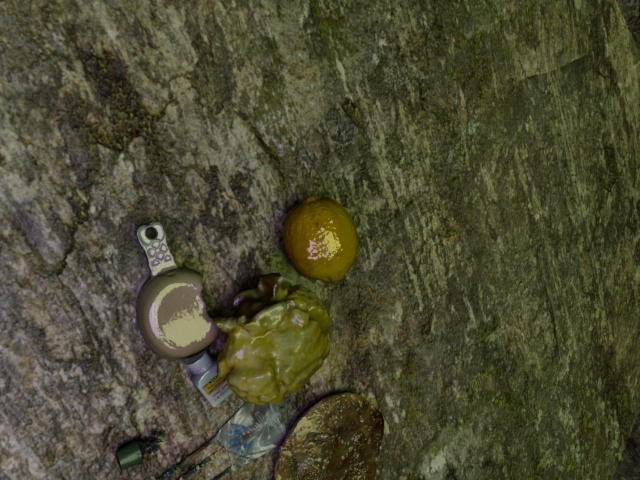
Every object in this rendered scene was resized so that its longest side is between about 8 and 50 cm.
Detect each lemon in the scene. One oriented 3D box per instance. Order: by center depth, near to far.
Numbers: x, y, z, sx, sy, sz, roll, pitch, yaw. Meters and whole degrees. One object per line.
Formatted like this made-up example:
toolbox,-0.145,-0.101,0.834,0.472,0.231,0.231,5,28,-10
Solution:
lemon,-0.002,-0.002,1.093,0.180,0.180,0.193,-46,118,-19

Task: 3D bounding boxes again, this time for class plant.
plant,-0.368,0.432,0.986,0.102,0.051,0.051,-18,105,-35

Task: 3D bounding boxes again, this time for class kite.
kite,-0.211,0.497,1.114,0.310,0.015,0.169,-34,113,-25

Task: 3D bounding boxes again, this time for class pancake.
pancake,0.031,0.568,1.248,0.356,0.065,0.356,-5,100,-33

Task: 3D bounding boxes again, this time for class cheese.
cheese,-0.302,0.100,0.968,0.163,0.082,0.286,-20,105,-30

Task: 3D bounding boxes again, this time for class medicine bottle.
medicine bottle,-0.243,0.296,1.044,0.074,0.055,0.118,-37,113,-22

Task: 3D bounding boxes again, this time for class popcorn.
popcorn,-0.099,0.204,1.004,0.258,0.224,0.270,19,84,-64
